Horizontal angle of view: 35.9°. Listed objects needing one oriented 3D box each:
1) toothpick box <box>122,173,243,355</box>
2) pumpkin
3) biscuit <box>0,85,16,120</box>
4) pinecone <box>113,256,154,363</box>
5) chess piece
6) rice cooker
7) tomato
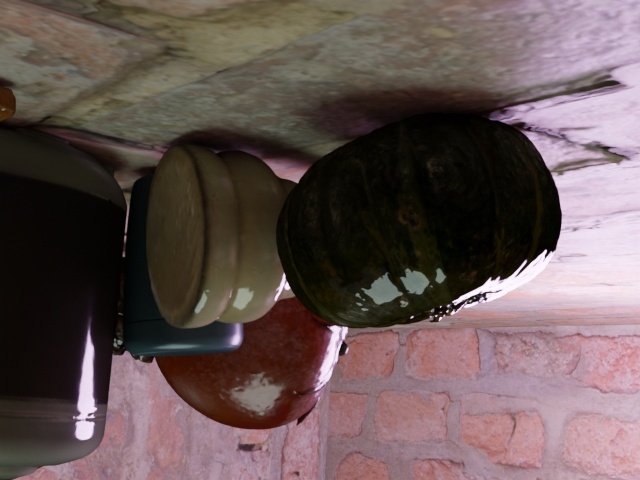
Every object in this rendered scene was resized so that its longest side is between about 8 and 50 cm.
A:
[{"bbox_3d":[-0.140,0.023,1.003,0.120,0.184,0.120,-2,171,0],"label":"toothpick box"},{"bbox_3d":[0.075,-0.014,0.759,0.223,0.157,0.224,-12,167,-3],"label":"pumpkin"},{"bbox_3d":[-0.360,-0.093,0.690,0.280,0.043,0.183,-9,174,-11],"label":"biscuit"},{"bbox_3d":[-0.280,0.108,1.584,0.204,0.184,0.179,-7,131,3],"label":"pinecone"},{"bbox_3d":[0.000,0.000,0.926,0.299,0.167,0.167,2,173,-29],"label":"chess piece"},{"bbox_3d":[-0.348,0.073,0.922,0.335,0.325,0.335,3,171,0],"label":"rice cooker"},{"bbox_3d":[-0.083,0.088,1.176,0.265,0.265,0.265,3,172,1],"label":"tomato"}]
